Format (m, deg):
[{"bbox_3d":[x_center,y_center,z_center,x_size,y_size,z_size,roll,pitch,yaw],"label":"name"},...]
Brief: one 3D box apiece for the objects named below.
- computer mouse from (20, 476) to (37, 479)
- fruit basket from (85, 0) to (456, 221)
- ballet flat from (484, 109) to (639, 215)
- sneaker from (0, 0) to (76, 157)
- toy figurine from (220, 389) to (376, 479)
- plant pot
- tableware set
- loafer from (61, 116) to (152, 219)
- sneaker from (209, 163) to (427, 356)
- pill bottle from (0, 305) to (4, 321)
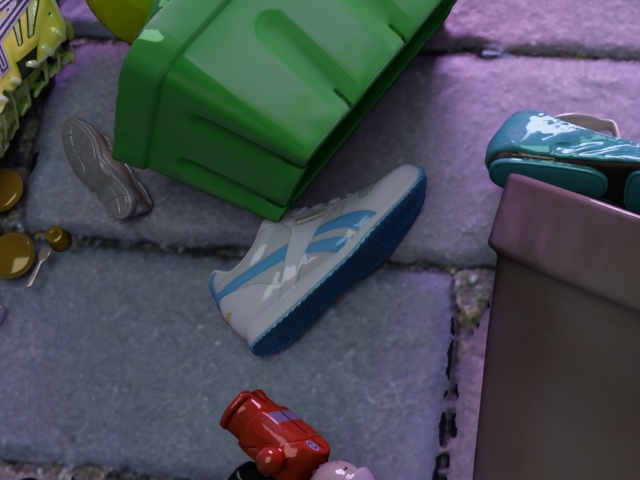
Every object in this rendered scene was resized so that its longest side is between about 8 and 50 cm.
[{"bbox_3d":[-0.355,0.200,1.260,0.106,0.042,0.193,-43,77,1],"label":"computer mouse"},{"bbox_3d":[-0.086,-0.245,1.216,0.392,0.283,0.392,4,71,-11],"label":"fruit basket"},{"bbox_3d":[0.274,-0.071,1.207,0.247,0.083,0.087,14,63,12],"label":"ballet flat"},{"bbox_3d":[-0.322,-0.176,1.306,0.147,0.145,0.384,7,74,2],"label":"sneaker"},{"bbox_3d":[-0.062,0.254,1.089,0.148,0.213,0.209,38,57,21],"label":"toy figurine"},{"bbox_3d":[0.251,0.129,1.052,0.323,0.323,0.280,22,94,16],"label":"plant pot"},{"bbox_3d":[-0.319,-0.019,1.329,0.154,0.024,0.104,23,76,17],"label":"tableware set"},{"bbox_3d":[-0.210,-0.070,1.319,0.045,0.039,0.125,-50,65,29],"label":"loafer"},{"bbox_3d":[0.000,0.000,1.231,0.229,0.087,0.092,-40,68,-5],"label":"sneaker"},{"bbox_3d":[-0.347,0.057,1.298,0.083,0.043,0.043,29,81,17],"label":"pill bottle"}]
